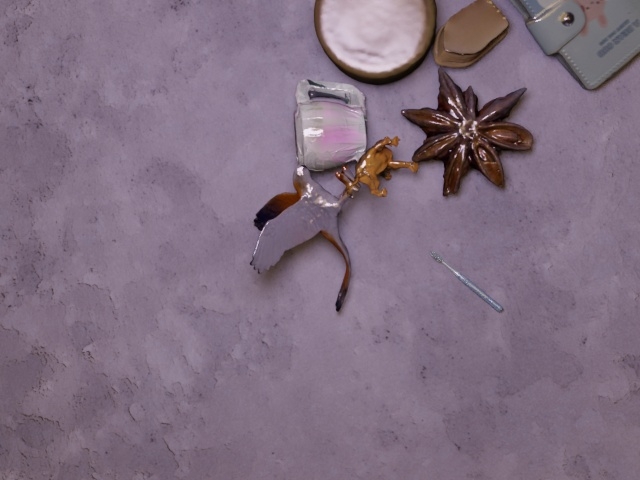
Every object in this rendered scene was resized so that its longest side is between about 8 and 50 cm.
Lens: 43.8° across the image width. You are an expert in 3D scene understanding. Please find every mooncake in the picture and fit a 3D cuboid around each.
[{"bbox_3d":[0.128,-0.505,1.842,0.284,0.155,0.284,0,93,3],"label":"mooncake"}]

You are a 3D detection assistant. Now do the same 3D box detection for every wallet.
[{"bbox_3d":[0.591,-0.533,1.810,0.252,0.083,0.360,-40,104,9],"label":"wallet"}]

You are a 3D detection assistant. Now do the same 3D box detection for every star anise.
[{"bbox_3d":[0.343,-0.263,1.858,0.315,0.108,0.315,0,90,7],"label":"star anise"}]

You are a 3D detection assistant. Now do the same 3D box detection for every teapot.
[{"bbox_3d":[0.027,-0.264,1.883,0.178,0.221,0.163,-4,131,-4],"label":"teapot"}]

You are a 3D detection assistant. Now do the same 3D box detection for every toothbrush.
[{"bbox_3d":[0.350,0.097,1.912,0.219,0.019,0.016,40,90,3],"label":"toothbrush"}]

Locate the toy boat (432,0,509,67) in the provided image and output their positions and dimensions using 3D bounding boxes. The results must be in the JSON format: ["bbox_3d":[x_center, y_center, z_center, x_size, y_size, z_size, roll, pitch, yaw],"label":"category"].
[{"bbox_3d":[0.342,-0.476,1.848,0.188,0.061,0.116,-39,87,-9],"label":"toy boat"}]

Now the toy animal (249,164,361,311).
[{"bbox_3d":[0.011,-0.019,1.848,0.284,0.225,0.302,33,108,-13],"label":"toy animal"}]

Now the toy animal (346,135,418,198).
[{"bbox_3d":[0.115,-0.162,1.800,0.116,0.255,0.114,-13,105,38],"label":"toy animal"}]
